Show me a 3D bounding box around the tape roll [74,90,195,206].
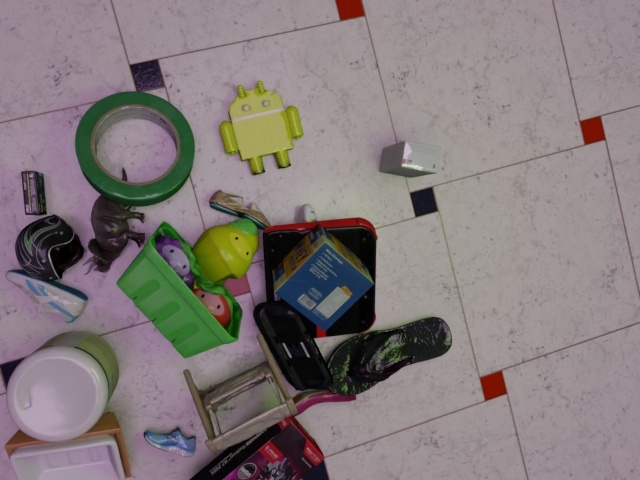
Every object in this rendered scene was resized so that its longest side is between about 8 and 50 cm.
[{"bbox_3d":[-0.520,-0.259,1.672,0.321,0.077,0.321,4,76,-14],"label":"tape roll"}]

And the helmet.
[{"bbox_3d":[-0.752,0.026,1.626,0.169,0.169,0.161,47,64,-9],"label":"helmet"}]

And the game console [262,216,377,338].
[{"bbox_3d":[0.004,0.123,1.782,0.341,0.060,0.387,-4,113,-7],"label":"game console"}]

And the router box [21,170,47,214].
[{"bbox_3d":[-0.799,-0.131,1.649,0.038,0.092,0.123,-5,93,-11],"label":"router box"}]

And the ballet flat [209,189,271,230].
[{"bbox_3d":[-0.232,-0.095,1.780,0.206,0.073,0.067,26,72,-15],"label":"ballet flat"}]

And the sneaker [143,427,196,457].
[{"bbox_3d":[-0.449,0.593,1.766,0.162,0.063,0.073,22,70,-15],"label":"sneaker"}]

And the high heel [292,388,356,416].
[{"bbox_3d":[-0.007,0.513,1.839,0.244,0.082,0.117,-34,97,-18],"label":"high heel"}]

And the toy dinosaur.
[{"bbox_3d":[-0.587,-0.054,1.682,0.160,0.121,0.314,0,96,-25],"label":"toy dinosaur"}]

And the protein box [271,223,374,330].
[{"bbox_3d":[0.004,0.104,1.667,0.200,0.136,0.201,40,102,-21],"label":"protein box"}]

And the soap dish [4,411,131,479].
[{"bbox_3d":[-0.688,0.595,1.639,0.290,0.118,0.229,-5,126,-12],"label":"soap dish"}]

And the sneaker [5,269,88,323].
[{"bbox_3d":[-0.783,0.153,1.664,0.228,0.087,0.092,28,91,-8],"label":"sneaker"}]

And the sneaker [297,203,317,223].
[{"bbox_3d":[0.000,0.000,1.823,0.126,0.091,0.240,-9,106,-21],"label":"sneaker"}]

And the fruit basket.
[{"bbox_3d":[-0.324,0.091,1.674,0.391,0.283,0.392,-1,106,-3],"label":"fruit basket"}]

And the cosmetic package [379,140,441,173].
[{"bbox_3d":[0.267,-0.244,1.791,0.117,0.231,0.086,8,90,-12],"label":"cosmetic package"}]

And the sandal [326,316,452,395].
[{"bbox_3d":[0.216,0.346,1.839,0.445,0.107,0.168,-21,85,-16],"label":"sandal"}]

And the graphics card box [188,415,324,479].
[{"bbox_3d":[-0.191,0.684,1.751,0.371,0.094,0.233,-37,127,-8],"label":"graphics card box"}]

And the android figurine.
[{"bbox_3d":[-0.181,-0.343,1.789,0.248,0.056,0.273,-14,96,-11],"label":"android figurine"}]

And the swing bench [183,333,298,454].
[{"bbox_3d":[-0.222,0.451,1.683,0.253,0.165,0.255,-24,51,-9],"label":"swing bench"}]

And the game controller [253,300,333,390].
[{"bbox_3d":[-0.080,0.316,1.754,0.166,0.067,0.319,-14,113,29],"label":"game controller"}]

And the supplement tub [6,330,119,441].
[{"bbox_3d":[-0.667,0.371,1.570,0.235,0.325,0.236,0,91,-12],"label":"supplement tub"}]
